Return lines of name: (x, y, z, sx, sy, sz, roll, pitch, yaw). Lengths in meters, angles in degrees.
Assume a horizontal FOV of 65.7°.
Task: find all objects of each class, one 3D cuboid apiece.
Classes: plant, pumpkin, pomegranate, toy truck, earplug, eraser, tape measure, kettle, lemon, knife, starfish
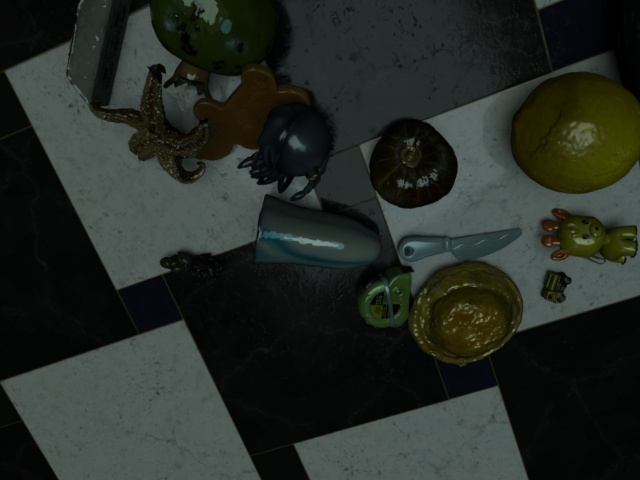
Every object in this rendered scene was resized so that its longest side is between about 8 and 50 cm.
plant: (-0.354, 0.069, 1.372, 0.174, 0.085, 0.087, 11, 82, 6)
pumpkin: (0.225, -0.176, 1.222, 0.219, 0.162, 0.218, 0, 80, 2)
pomegranate: (-0.253, -0.470, 1.100, 0.291, 0.291, 0.323, 32, 97, -5)
toy truck: (0.631, 0.127, 1.334, 0.054, 0.049, 0.083, 11, 105, 2)
earplug: (0.000, 0.000, 1.281, 0.324, 0.185, 0.185, 10, 106, -4)
eraser: (-0.530, -0.505, 1.196, 0.077, 0.111, 0.352, 20, 106, -2)
tape measure: (0.174, 0.162, 1.353, 0.154, 0.087, 0.177, -3, 107, -8)
kettle: (0.762, -0.418, 1.077, 0.207, 0.268, 0.290, -2, 90, 40)
lemon: (0.576, -0.239, 1.121, 0.293, 0.293, 0.293, 1, 106, 3)
knife: (0.374, 0.017, 1.329, 0.332, 0.044, 0.080, -4, 105, 1)
starfish: (-0.391, -0.268, 1.174, 0.312, 0.113, 0.303, 25, 142, 6)

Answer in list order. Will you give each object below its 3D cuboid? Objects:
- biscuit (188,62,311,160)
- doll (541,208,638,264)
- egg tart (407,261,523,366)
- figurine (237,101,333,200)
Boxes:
biscuit: (-0.203, -0.300, 1.208, 0.340, 0.047, 0.216, -31, 142, 35)
doll: (0.679, -0.007, 1.266, 0.221, 0.135, 0.142, 6, 74, 8)
egg tart: (0.397, 0.213, 1.335, 0.319, 0.128, 0.318, 1, 108, 2)
figurine: (-0.074, -0.210, 1.180, 0.197, 0.265, 0.175, 19, 71, 2)
